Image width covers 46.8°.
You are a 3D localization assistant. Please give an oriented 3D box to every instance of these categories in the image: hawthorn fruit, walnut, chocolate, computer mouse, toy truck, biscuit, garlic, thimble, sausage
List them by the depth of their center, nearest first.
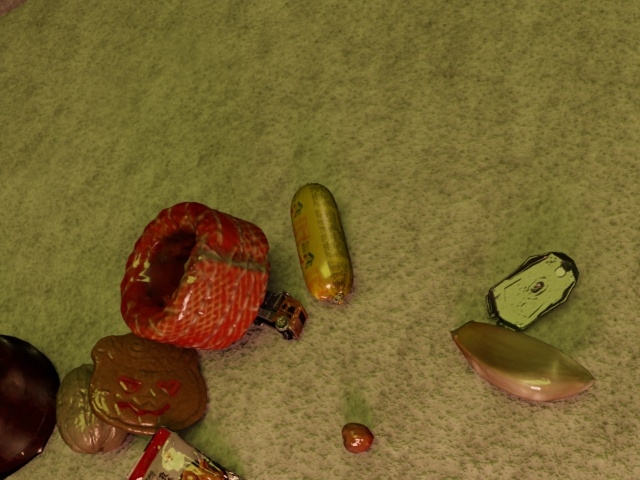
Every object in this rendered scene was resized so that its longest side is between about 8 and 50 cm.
[{"bbox_3d":[0.419,0.264,1.589,0.318,0.112,0.143,28,52,31],"label":"garlic"},{"bbox_3d":[0.098,0.430,1.628,0.103,0.067,0.067,-7,63,-2],"label":"hawthorn fruit"},{"bbox_3d":[0.476,0.116,1.669,0.231,0.071,0.126,-40,75,6],"label":"computer mouse"},{"bbox_3d":[-0.294,0.091,1.731,0.350,0.230,0.350,-22,58,41],"label":"thimble"},{"bbox_3d":[-0.400,0.331,1.732,0.273,0.049,0.257,9,54,-26],"label":"biscuit"},{"bbox_3d":[-0.538,0.395,1.753,0.178,0.178,0.230,-26,61,2],"label":"walnut"},{"bbox_3d":[-0.855,0.375,1.765,0.383,0.331,0.384,-6,66,13],"label":"chocolate"},{"bbox_3d":[-0.125,0.167,1.799,0.192,0.083,0.092,21,67,24],"label":"toy truck"},{"bbox_3d":[0.000,0.000,1.821,0.123,0.123,0.347,-17,62,7],"label":"sausage"}]

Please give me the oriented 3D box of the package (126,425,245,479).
[{"bbox_3d":[-0.300,0.539,1.652,0.239,0.030,0.154,34,86,4],"label":"package"}]
